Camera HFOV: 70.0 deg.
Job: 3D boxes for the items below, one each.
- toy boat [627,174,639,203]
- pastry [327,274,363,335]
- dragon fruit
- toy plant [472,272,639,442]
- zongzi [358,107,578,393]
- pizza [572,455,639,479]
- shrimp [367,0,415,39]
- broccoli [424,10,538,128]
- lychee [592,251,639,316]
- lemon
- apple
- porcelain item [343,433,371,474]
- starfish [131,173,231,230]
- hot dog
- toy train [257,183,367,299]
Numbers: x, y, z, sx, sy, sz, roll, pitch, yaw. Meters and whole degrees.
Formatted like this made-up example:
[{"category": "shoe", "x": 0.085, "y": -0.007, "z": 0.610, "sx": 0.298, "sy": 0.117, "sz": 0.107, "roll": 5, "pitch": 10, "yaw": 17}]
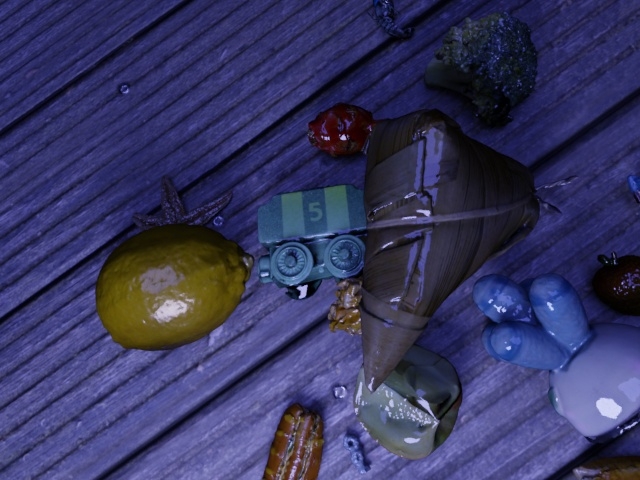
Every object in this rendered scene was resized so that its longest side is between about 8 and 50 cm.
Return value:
[{"category": "toy boat", "x": 0.756, "y": -0.131, "z": 0.945, "sx": 0.223, "sy": 0.100, "sz": 0.097, "roll": -4, "pitch": 86, "yaw": 7}, {"category": "pastry", "x": 0.136, "y": 0.126, "z": 0.927, "sx": 0.154, "sy": 0.250, "sz": 0.102, "roll": -56, "pitch": 47, "yaw": 35}, {"category": "dragon fruit", "x": 0.090, "y": -0.257, "z": 1.062, "sx": 0.246, "sy": 0.125, "sz": 0.125, "roll": 2, "pitch": 45, "yaw": 29}, {"category": "toy plant", "x": 0.439, "y": 0.179, "z": 0.871, "sx": 0.332, "sy": 0.247, "sz": 0.247, "roll": 40, "pitch": 86, "yaw": 18}, {"category": "zongzi", "x": 0.269, "y": 0.042, "z": 0.895, "sx": 0.218, "sy": 0.500, "sz": 0.467, "roll": 9, "pitch": 89, "yaw": 51}, {"category": "pizza", "x": 0.582, "y": 0.547, "z": 0.838, "sx": 0.189, "sy": 0.071, "sz": 0.297, "roll": -14, "pitch": 79, "yaw": -6}, {"category": "shrimp", "x": 0.168, "y": -0.580, "z": 1.160, "sx": 0.076, "sy": 0.082, "sz": 0.174, "roll": -32, "pitch": 81, "yaw": -3}, {"category": "broccoli", "x": 0.349, "y": -0.377, "z": 1.038, "sx": 0.263, "sy": 0.247, "sz": 0.243, "roll": -29, "pitch": 32, "yaw": -36}, {"category": "lychee", "x": 0.612, "y": 0.085, "z": 0.917, "sx": 0.114, "sy": 0.114, "sz": 0.146, "roll": -32, "pitch": 92, "yaw": 1}, {"category": "lemon", "x": -0.321, "y": 0.094, "z": 0.994, "sx": 0.285, "sy": 0.285, "sz": 0.316, "roll": 39, "pitch": 86, "yaw": 15}, {"category": "apple", "x": 0.173, "y": 0.312, "z": 0.910, "sx": 0.188, "sy": 0.174, "sz": 0.207, "roll": 23, "pitch": 84, "yaw": 34}, {"category": "porcelain item", "x": 0.075, "y": 0.449, "z": 0.966, "sx": 0.036, "sy": 0.028, "sz": 0.083, "roll": -32, "pitch": 73, "yaw": 4}, {"category": "starfish", "x": -0.365, "y": -0.060, "z": 1.148, "sx": 0.295, "sy": 0.048, "sz": 0.231, "roll": -42, "pitch": 74, "yaw": -3}, {"category": "hot dog", "x": -0.062, "y": 0.486, "z": 0.962, "sx": 0.115, "sy": 0.072, "sz": 0.269, "roll": 13, "pitch": 79, "yaw": 4}, {"category": "toy train", "x": 0.000, "y": 0.000, "z": 1.016, "sx": 0.299, "sy": 0.167, "sz": 0.238, "roll": -8, "pitch": 70, "yaw": 7}]
